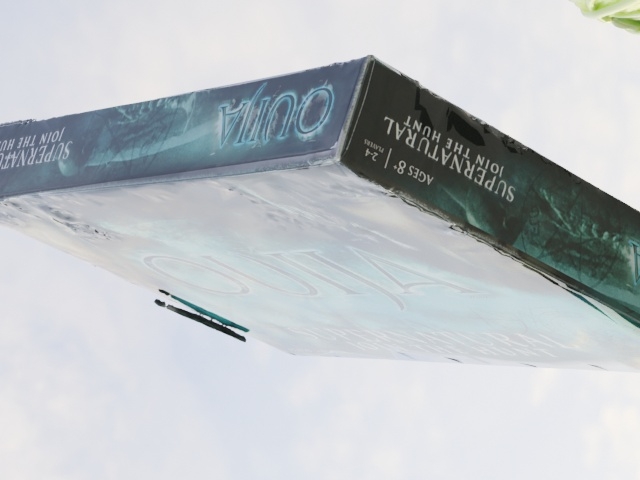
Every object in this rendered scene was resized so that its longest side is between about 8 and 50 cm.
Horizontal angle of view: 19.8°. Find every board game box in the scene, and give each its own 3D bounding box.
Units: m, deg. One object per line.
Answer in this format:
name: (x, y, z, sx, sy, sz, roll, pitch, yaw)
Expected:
board game box: (0.000, 0.000, 0.467, 0.126, 0.186, 0.026, 26, -107, -31)

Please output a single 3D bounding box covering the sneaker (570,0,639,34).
sneaker: (0.220, -0.146, 0.929, 0.384, 0.145, 0.147, -6, -98, -33)
